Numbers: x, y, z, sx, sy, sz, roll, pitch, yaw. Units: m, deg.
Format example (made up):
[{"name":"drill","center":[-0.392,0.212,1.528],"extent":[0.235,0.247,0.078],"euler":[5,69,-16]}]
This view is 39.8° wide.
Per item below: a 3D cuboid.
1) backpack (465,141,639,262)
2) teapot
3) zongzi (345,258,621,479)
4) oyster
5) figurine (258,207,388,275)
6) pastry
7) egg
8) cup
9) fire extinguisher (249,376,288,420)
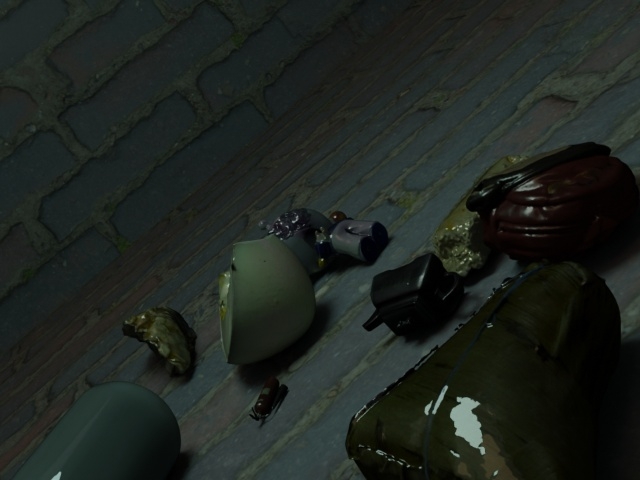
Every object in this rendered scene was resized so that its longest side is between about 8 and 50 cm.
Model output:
[{"name":"backpack","center":[0.322,-0.047,1.196],"extent":[0.229,0.139,0.229],"euler":[-20,11,4]},{"name":"teapot","center":[0.134,0.094,1.298],"extent":[0.177,0.087,0.096],"euler":[-25,27,39]},{"name":"zongzi","center":[0.224,0.160,0.819],"extent":[0.323,0.160,0.360],"euler":[-45,18,-14]},{"name":"oyster","center":[-0.337,0.204,1.900],"extent":[0.110,0.166,0.341],"euler":[-50,2,-7]},{"name":"figurine","center":[-0.003,0.007,1.725],"extent":[0.194,0.133,0.274],"euler":[-43,28,-12]},{"name":"pastry","center":[0.257,-0.040,1.387],"extent":[0.258,0.089,0.121],"euler":[-45,6,-27]},{"name":"egg","center":[-0.093,0.116,1.574],"extent":[0.271,0.161,0.206],"euler":[113,155,-63]},{"name":"cup","center":[-0.357,0.379,1.384],"extent":[0.205,0.205,0.312],"euler":[-26,20,36]},{"name":"fire extinguisher","center":[-0.080,0.258,1.423],"extent":[0.046,0.032,0.100],"euler":[4,32,13]}]
